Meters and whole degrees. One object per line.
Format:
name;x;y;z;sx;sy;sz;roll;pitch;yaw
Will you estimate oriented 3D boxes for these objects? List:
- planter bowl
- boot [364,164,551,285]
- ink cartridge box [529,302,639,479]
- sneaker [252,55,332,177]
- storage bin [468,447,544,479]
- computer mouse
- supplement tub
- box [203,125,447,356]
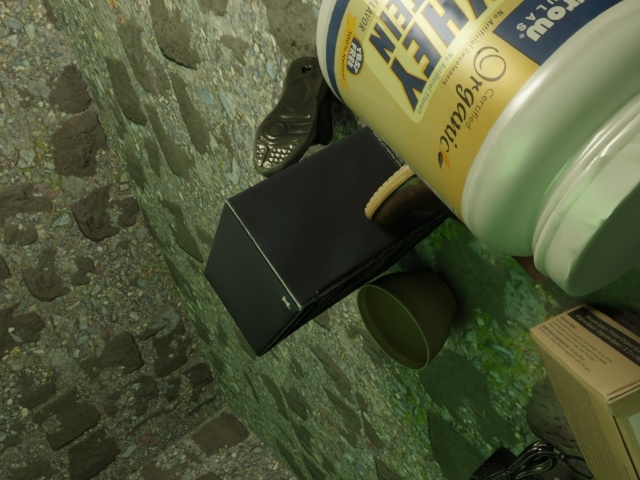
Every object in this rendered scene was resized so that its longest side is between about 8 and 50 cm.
planter bowl;0.153;0.114;0.979;0.162;0.109;0.162;41;150;30
boot;0.190;-0.028;0.695;0.248;0.090;0.207;-37;89;35
ink cartridge box;0.351;0.213;0.678;0.234;0.088;0.193;63;-178;-13
sneaker;-0.032;-0.160;0.906;0.087;0.227;0.130;5;144;15
storage bin;0.341;0.482;1.089;0.122;0.084;0.180;35;147;38
computer mouse;0.386;0.407;0.938;0.262;0.060;0.184;35;119;-6
supplement tub;0.166;-0.131;0.501;0.316;0.228;0.228;51;155;31
box;0.000;0.000;0.907;0.182;0.294;0.296;53;154;9
